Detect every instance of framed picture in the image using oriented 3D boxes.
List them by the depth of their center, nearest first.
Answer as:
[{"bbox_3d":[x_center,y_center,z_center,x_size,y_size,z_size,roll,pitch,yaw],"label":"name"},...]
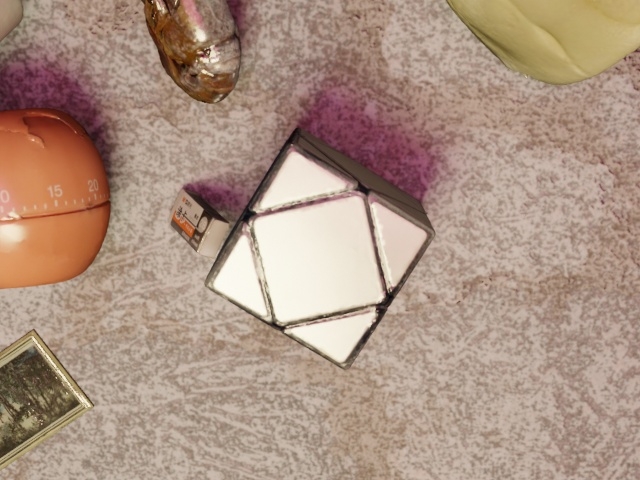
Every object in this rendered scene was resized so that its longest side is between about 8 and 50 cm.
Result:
[{"bbox_3d":[-0.437,0.232,1.259,0.183,0.011,0.142,-34,100,7],"label":"framed picture"}]

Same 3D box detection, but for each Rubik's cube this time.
[{"bbox_3d":[0.000,0.000,1.103,0.207,0.205,0.205,31,101,-4],"label":"Rubik's cube"}]

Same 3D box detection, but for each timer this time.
[{"bbox_3d":[-0.374,-0.052,1.083,0.229,0.229,0.215,-4,93,2],"label":"timer"}]

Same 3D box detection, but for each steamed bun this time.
[{"bbox_3d":[0.277,-0.315,1.029,0.290,0.273,0.272,31,117,-2],"label":"steamed bun"}]

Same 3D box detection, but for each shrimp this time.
[{"bbox_3d":[-0.186,-0.331,1.075,0.116,0.145,0.343,-25,107,-20],"label":"shrimp"}]

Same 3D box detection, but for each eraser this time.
[{"bbox_3d":[-0.159,-0.023,1.144,0.029,0.122,0.052,20,102,-35],"label":"eraser"}]

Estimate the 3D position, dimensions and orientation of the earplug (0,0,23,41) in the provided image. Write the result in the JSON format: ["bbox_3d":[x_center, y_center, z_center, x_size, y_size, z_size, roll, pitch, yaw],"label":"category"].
[{"bbox_3d":[-0.486,-0.186,1.007,0.172,0.172,0.301,21,67,-4],"label":"earplug"}]
